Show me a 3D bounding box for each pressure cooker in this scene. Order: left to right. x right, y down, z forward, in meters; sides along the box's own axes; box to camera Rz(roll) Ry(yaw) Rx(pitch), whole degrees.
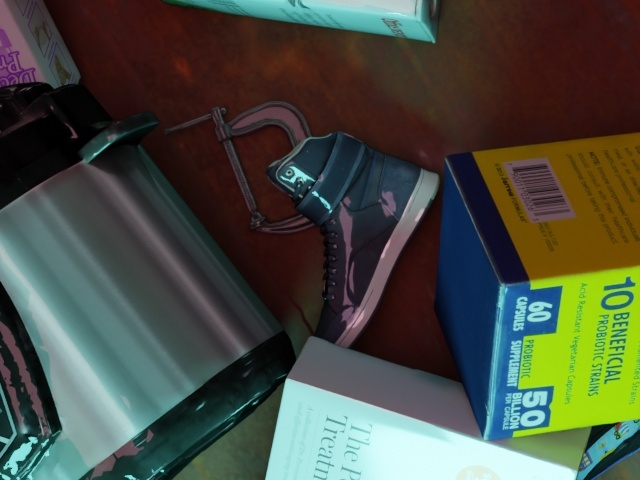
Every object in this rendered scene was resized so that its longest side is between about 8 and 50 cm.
[{"bbox_3d":[-0.278,0.071,1.846,0.370,0.375,0.420,-36,85,-17],"label":"pressure cooker"}]

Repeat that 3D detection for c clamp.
[{"bbox_3d":[-0.066,-0.074,1.980,0.137,0.022,0.160,-27,87,2],"label":"c clamp"}]

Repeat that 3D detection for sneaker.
[{"bbox_3d":[0.000,-0.001,1.921,0.163,0.086,0.226,27,86,-11],"label":"sneaker"}]

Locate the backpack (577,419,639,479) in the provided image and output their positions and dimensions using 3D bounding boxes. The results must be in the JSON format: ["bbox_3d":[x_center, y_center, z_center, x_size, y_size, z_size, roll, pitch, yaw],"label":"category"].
[{"bbox_3d":[0.248,0.156,1.883,0.173,0.117,0.158,-28,110,-20],"label":"backpack"}]

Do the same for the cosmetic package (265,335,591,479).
[{"bbox_3d":[0.078,0.308,1.852,0.284,0.097,0.377,16,119,8],"label":"cosmetic package"}]

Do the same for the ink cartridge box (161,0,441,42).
[{"bbox_3d":[-0.026,-0.281,1.873,0.289,0.211,0.121,9,91,7],"label":"ink cartridge box"}]

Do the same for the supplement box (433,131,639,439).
[{"bbox_3d":[0.302,0.030,1.753,0.357,0.195,0.194,-7,130,-10],"label":"supplement box"}]

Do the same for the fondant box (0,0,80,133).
[{"bbox_3d":[-0.416,-0.236,1.894,0.238,0.096,0.330,-14,128,13],"label":"fondant box"}]
